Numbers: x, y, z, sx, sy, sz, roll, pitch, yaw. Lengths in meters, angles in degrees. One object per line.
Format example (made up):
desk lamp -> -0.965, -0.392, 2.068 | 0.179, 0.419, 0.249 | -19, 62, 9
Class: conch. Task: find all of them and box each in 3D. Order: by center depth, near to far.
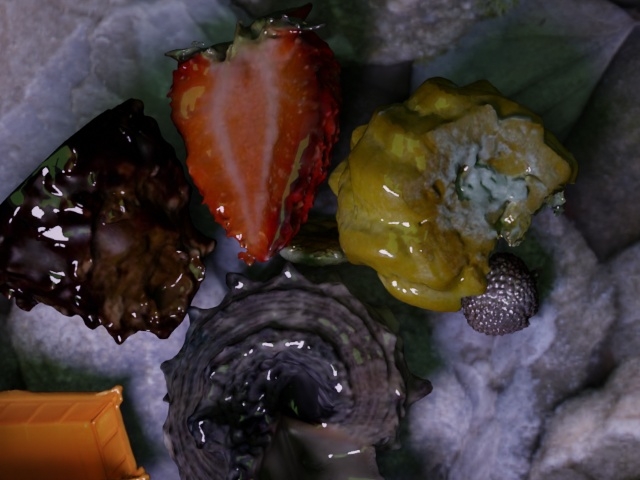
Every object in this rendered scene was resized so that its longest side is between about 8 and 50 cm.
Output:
conch -> -0.018, 0.161, 1.702 | 0.241, 0.186, 0.313 | -4, 60, -4

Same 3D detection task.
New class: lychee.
lychee -> 0.163, 0.047, 1.744 | 0.083, 0.068, 0.067 | -42, 38, 1

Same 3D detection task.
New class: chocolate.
chocolate -> -0.182, 0.007, 1.724 | 0.177, 0.206, 0.224 | 44, 82, 0

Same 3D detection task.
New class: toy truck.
toy truck -> -0.294, 0.193, 1.679 | 0.135, 0.270, 0.114 | -47, 53, 41

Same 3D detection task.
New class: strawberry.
strawberry -> -0.034, -0.093, 1.750 | 0.174, 0.098, 0.228 | -28, 65, 18

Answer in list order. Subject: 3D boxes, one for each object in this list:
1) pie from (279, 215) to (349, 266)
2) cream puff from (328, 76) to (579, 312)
pie -> 0.000, 0.000, 1.763 | 0.084, 0.084, 0.020 | 2, 116, 6
cream puff -> 0.094, -0.052, 1.710 | 0.195, 0.195, 0.221 | 43, 68, 11
